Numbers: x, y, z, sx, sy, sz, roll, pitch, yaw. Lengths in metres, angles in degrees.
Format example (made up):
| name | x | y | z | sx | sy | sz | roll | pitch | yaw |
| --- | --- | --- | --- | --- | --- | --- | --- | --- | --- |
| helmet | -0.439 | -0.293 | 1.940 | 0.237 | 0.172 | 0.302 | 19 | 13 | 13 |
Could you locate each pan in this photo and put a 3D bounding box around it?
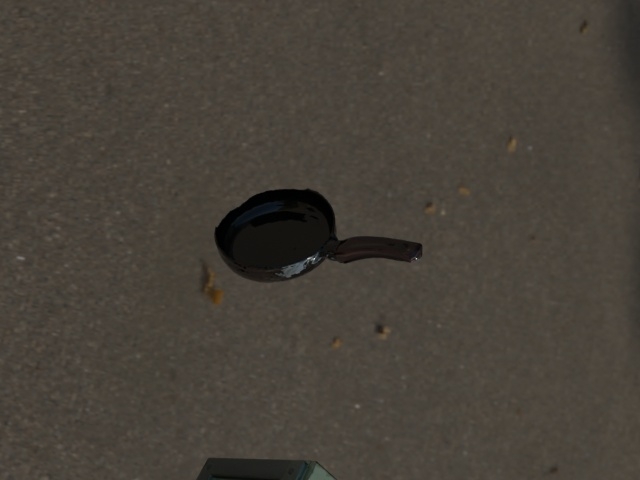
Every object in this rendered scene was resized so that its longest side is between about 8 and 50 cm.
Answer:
| name | x | y | z | sx | sy | sz | roll | pitch | yaw |
| --- | --- | --- | --- | --- | --- | --- | --- | --- | --- |
| pan | 0.001 | 0.002 | 0.945 | 0.115 | 0.212 | 0.040 | -52 | 139 | -36 |

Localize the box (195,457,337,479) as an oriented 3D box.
| name | x | y | z | sx | sy | sz | roll | pitch | yaw |
| --- | --- | --- | --- | --- | --- | --- | --- | --- | --- |
| box | -0.070 | 0.276 | 0.772 | 0.086 | 0.129 | 0.225 | 46 | 55 | -26 |
